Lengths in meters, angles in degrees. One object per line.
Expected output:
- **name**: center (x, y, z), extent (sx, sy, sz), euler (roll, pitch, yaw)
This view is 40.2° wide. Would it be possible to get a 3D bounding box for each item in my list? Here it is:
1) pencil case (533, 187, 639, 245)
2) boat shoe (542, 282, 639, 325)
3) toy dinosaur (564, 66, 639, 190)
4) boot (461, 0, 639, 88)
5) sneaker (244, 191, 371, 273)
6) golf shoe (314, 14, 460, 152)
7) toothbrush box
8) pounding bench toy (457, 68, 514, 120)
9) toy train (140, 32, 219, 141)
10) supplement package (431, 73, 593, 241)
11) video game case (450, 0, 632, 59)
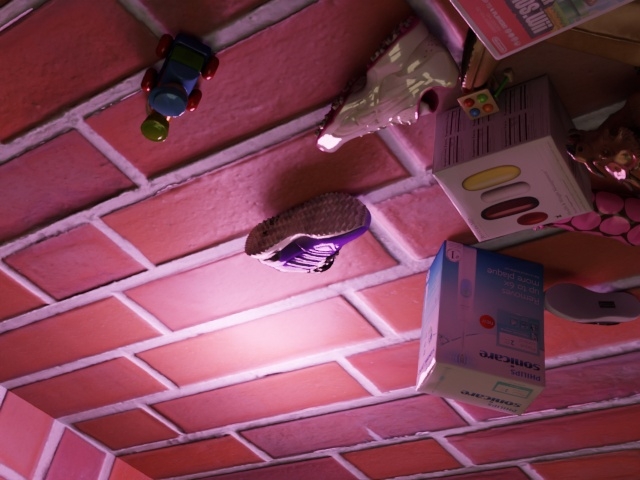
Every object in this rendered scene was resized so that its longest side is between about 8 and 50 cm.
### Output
- **pencil case**: center (0.492, -0.046, 1.574), extent (0.209, 0.095, 0.098), euler (12, 107, 2)
- **boat shoe**: center (0.542, 0.138, 1.784), extent (0.228, 0.080, 0.076), euler (2, 153, -21)
- **toy dinosaur**: center (0.530, -0.170, 1.320), extent (0.295, 0.200, 0.127), euler (-10, 137, 23)
- **boot**: center (0.361, -0.297, 1.297), extent (0.269, 0.089, 0.236), euler (11, 142, -2)
- **sneaker**: center (0.000, -0.001, 1.753), extent (0.293, 0.102, 0.146), euler (-15, 139, 36)
- **golf shoe**: center (0.103, -0.220, 1.419), extent (0.140, 0.115, 0.306), euler (36, 138, -9)
- **toothbrush box**: center (0.316, 0.169, 1.718), extent (0.216, 0.295, 0.126), euler (15, 142, -3)
- **pounding bench toy**: center (0.270, -0.240, 1.407), extent (0.083, 0.065, 0.052), euler (-16, 134, 29)
- **toy train**: center (-0.270, -0.223, 1.498), extent (0.105, 0.143, 0.248), euler (24, 140, -15)
- **supplement package**: center (0.321, -0.131, 1.461), extent (0.203, 0.149, 0.194), euler (-17, 134, 30)
- **video game case**: center (0.313, -0.353, 1.131), extent (0.285, 0.025, 0.204), euler (-20, 144, 30)
